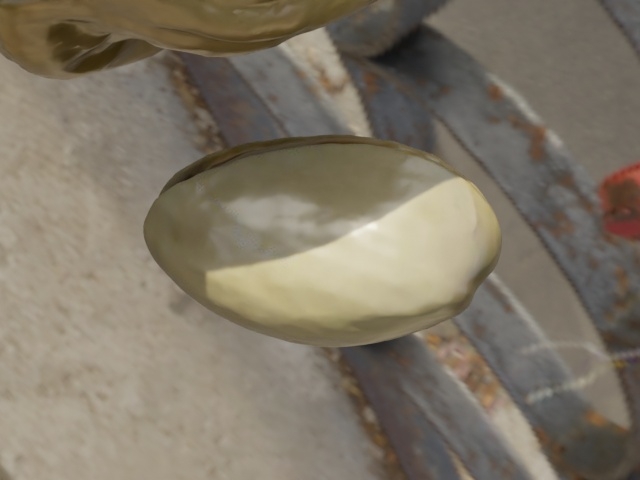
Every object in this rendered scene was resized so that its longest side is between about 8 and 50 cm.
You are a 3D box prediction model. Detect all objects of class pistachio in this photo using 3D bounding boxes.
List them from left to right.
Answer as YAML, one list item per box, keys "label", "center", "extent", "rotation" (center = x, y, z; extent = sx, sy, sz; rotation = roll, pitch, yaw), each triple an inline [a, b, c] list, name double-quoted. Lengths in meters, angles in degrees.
- label: "pistachio"
  center: [0.000, 0.000, 1.182]
  extent: [0.226, 0.136, 0.135]
  rotation: [6, 104, 9]

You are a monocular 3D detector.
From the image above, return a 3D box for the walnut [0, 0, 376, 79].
- label: "walnut"
  center: [-0.075, -0.275, 1.070]
  extent: [0.384, 0.383, 0.383]
  rotation: [-7, 107, -23]
